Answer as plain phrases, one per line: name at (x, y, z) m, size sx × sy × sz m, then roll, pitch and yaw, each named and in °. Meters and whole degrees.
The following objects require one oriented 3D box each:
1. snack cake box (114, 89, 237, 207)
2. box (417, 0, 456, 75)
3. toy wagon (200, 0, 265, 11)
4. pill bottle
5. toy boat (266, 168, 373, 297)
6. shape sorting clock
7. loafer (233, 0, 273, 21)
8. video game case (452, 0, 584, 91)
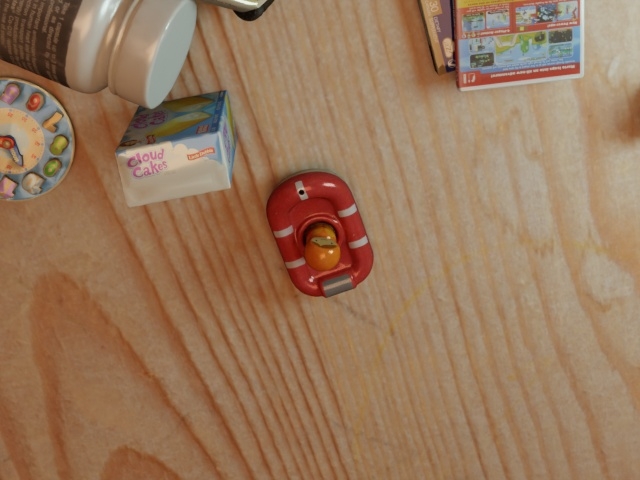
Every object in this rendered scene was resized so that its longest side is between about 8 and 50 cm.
snack cake box at (-0.211, -0.145, 1.435) m, size 0.152 × 0.264 × 0.089 m, roll -9°, pitch 112°, yaw 0°
box at (0.276, -0.360, 1.499) m, size 0.225 × 0.036 × 0.137 m, roll -17°, pitch 112°, yaw 2°
toy wagon at (-0.135, -0.502, 1.318) m, size 0.267 × 0.068 × 0.345 m, roll 4°, pitch 88°, yaw -42°
pill bottle at (-0.374, -0.333, 1.346) m, size 0.360 × 0.204 × 0.204 m, roll 23°, pitch 110°, yaw 2°
toy boat at (0.000, 0.000, 1.568) m, size 0.150 × 0.151 × 0.231 m, roll -19°, pitch 112°, yaw 4°
shape sorting clock at (-0.502, -0.161, 1.533) m, size 0.206 × 0.040 × 0.206 m, roll -1°, pitch 113°, yaw -3°
loafer at (-0.132, -0.442, 1.429) m, size 0.080 × 0.078 × 0.220 m, roll -7°, pitch 113°, yaw 49°
video game case at (0.304, -0.381, 1.458) m, size 0.203 × 0.025 × 0.285 m, roll -7°, pitch 112°, yaw -2°
